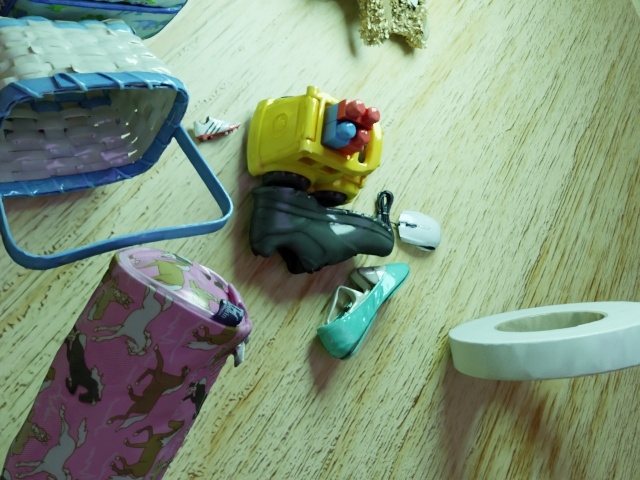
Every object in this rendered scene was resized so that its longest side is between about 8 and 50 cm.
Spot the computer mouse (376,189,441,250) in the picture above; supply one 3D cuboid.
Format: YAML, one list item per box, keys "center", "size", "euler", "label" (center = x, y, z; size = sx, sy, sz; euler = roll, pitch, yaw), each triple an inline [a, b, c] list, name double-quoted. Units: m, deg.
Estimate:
- center: [0.185, -0.028, 1.199]
  size: [0.193, 0.042, 0.105]
  euler: [14, 73, -38]
  label: "computer mouse"

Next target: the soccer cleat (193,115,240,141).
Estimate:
- center: [-0.160, -0.178, 0.939]
  size: [0.083, 0.029, 0.035]
  euler: [-26, 104, -35]
  label: "soccer cleat"

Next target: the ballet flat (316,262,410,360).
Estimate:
- center: [0.075, 0.097, 1.063]
  size: [0.087, 0.083, 0.247]
  euler: [47, 53, -8]
  label: "ballet flat"

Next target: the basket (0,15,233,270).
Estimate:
- center: [-0.263, -0.114, 0.707]
  size: [0.255, 0.201, 0.288]
  euler: [-13, 62, -41]
  label: "basket"

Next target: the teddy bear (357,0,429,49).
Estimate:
- center: [0.110, -0.493, 1.185]
  size: [0.338, 0.113, 0.244]
  euler: [-15, 100, -49]
  label: "teddy bear"

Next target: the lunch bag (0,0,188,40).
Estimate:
- center: [-0.287, -0.313, 0.753]
  size: [0.219, 0.176, 0.090]
  euler: [-12, 89, -42]
  label: "lunch bag"

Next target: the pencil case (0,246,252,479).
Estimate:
- center: [-0.221, 0.201, 0.651]
  size: [0.385, 0.167, 0.160]
  euler: [-61, 165, 3]
  label: "pencil case"

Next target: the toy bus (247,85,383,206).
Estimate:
- center: [0.026, -0.156, 0.975]
  size: [0.220, 0.212, 0.149]
  euler: [18, 70, -39]
  label: "toy bus"

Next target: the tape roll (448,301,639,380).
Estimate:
- center: [0.445, 0.184, 1.158]
  size: [0.392, 0.392, 0.071]
  euler: [-8, 88, -41]
  label: "tape roll"

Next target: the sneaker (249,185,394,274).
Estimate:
- center: [0.000, 0.000, 1.012]
  size: [0.287, 0.109, 0.130]
  euler: [15, 83, -31]
  label: "sneaker"
